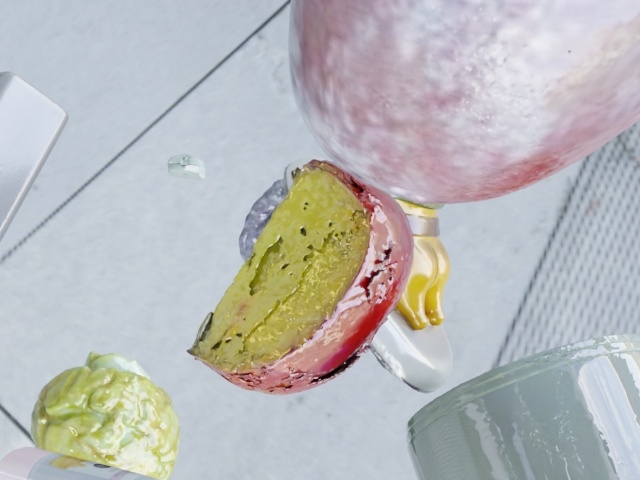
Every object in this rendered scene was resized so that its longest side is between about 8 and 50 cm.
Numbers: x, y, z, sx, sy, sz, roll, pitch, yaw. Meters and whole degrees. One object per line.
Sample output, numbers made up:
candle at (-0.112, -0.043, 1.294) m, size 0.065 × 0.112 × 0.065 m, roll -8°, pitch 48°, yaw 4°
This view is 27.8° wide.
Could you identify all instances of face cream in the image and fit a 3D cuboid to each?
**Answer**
face cream at (-0.278, 0.286, 1.522) m, size 0.198 × 0.084 × 0.057 m, roll 11°, pitch 94°, yaw 22°

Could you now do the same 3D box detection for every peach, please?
peach at (-0.002, 0.033, 0.830) m, size 0.092 × 0.127 × 0.172 m, roll 26°, pitch 52°, yaw 17°

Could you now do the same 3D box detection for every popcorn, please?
popcorn at (-0.290, 0.267, 1.767) m, size 0.204 × 0.221 × 0.183 m, roll 17°, pitch 41°, yaw 8°

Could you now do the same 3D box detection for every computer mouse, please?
computer mouse at (-0.196, -0.112, 1.895) m, size 0.056 × 0.110 × 0.032 m, roll 6°, pitch 85°, yaw -4°

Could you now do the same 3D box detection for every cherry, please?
cherry at (0.099, -0.144, 0.637) m, size 0.236 × 0.213 × 0.285 m, roll 12°, pitch 114°, yaw -46°

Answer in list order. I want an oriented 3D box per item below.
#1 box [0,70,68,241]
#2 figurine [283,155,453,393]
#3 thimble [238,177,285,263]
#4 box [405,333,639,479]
box at (-0.388, -0.070, 1.484) m, size 0.103 × 0.055 × 0.243 m, roll 37°, pitch 69°, yaw -33°
figurine at (0.084, -0.007, 1.143) m, size 0.141 × 0.166 × 0.250 m, roll -38°, pitch 76°, yaw 23°
thimble at (0.000, 0.002, 1.319) m, size 0.098 × 0.150 × 0.150 m, roll -26°, pitch 100°, yaw -51°
box at (0.196, 0.188, 1.052) m, size 0.226 × 0.226 × 0.149 m, roll -12°, pitch 68°, yaw -17°
